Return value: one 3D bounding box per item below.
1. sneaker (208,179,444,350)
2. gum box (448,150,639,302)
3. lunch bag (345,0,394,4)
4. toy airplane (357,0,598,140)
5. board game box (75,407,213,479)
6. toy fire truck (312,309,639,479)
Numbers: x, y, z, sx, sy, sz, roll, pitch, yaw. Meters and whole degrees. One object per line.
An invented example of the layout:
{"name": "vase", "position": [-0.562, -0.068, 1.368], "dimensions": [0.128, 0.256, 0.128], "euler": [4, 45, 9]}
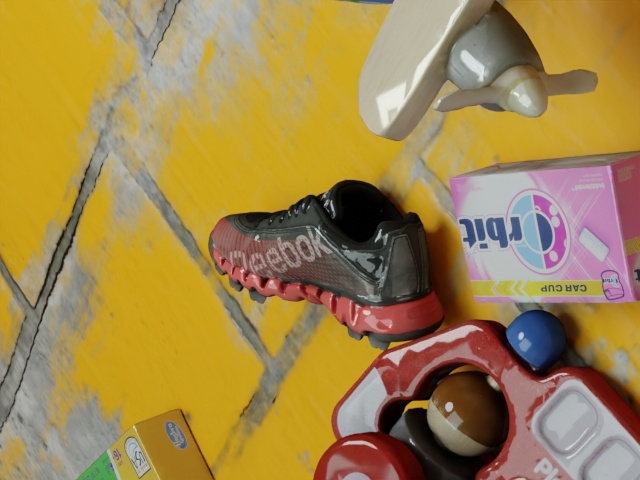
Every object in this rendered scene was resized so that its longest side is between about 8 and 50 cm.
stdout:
{"name": "sneaker", "position": [0.000, 0.000, 1.644], "dimensions": [0.276, 0.097, 0.135], "euler": [19, 118, 44]}
{"name": "gum box", "position": [0.189, -0.009, 1.435], "dimensions": [0.188, 0.062, 0.107], "euler": [-2, 102, 51]}
{"name": "lunch bag", "position": [-0.018, -0.253, 1.454], "dimensions": [0.176, 0.219, 0.090], "euler": [-114, 27, -63]}
{"name": "toy airplane", "position": [0.169, -0.277, 1.237], "dimensions": [0.386, 0.272, 0.384], "euler": [-30, 42, 60]}
{"name": "board game box", "position": [-0.163, 0.379, 2.017], "dimensions": [0.242, 0.064, 0.316], "euler": [-45, 69, 49]}
{"name": "toy fire truck", "position": [0.156, 0.197, 1.505], "dimensions": [0.254, 0.169, 0.302], "euler": [-49, 63, 21]}
